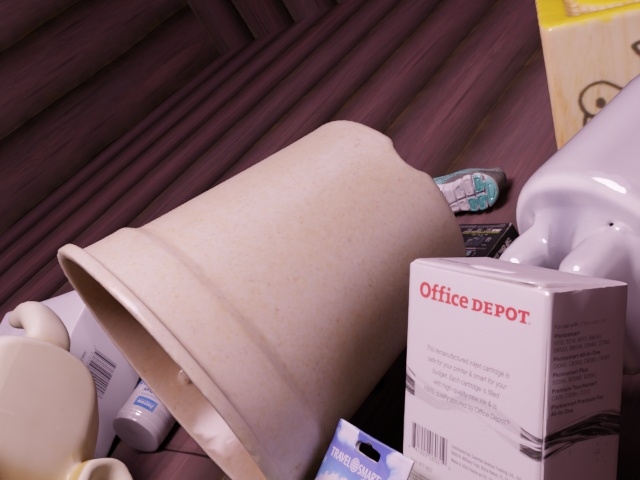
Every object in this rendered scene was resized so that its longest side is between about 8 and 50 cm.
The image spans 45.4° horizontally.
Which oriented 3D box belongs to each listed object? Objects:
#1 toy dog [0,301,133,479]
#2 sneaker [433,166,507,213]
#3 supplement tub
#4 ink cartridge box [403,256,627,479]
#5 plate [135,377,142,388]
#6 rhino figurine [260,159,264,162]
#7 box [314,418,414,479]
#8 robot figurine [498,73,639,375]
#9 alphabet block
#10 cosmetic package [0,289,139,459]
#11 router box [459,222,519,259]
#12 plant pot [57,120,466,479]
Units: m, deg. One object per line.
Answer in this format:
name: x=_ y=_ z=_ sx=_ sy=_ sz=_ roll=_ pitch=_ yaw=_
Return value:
toy dog: x=-0.439 y=0.280 z=0.829 sx=0.408 sy=0.285 sz=0.395 roll=-30 pitch=56 yaw=28
sneaker: x=0.190 y=-0.069 z=1.079 sx=0.166 sy=0.065 sz=0.076 roll=-4 pitch=20 yaw=43
supplement tub: x=-0.214 y=0.214 z=1.002 sx=0.071 sy=0.071 sz=0.107 roll=-15 pitch=29 yaw=35
ink cartridge box: x=0.137 y=0.120 z=0.566 sx=0.086 sy=0.203 sz=0.148 roll=-1 pitch=7 yaw=-31
plate: x=-0.288 y=0.200 z=1.179 sx=0.188 sy=0.024 sz=0.188 roll=-28 pitch=23 yaw=13
rhino figurine: x=-0.086 y=-0.128 z=1.508 sx=0.243 sy=0.073 sz=0.106 roll=-40 pitch=20 yaw=-20
box: x=0.021 y=0.242 z=0.595 sx=0.109 sy=0.042 sz=0.178 roll=12 pitch=76 yaw=59
robot figurine: x=0.316 y=-0.043 z=0.672 sx=0.353 sy=0.199 sz=0.300 roll=-41 pitch=23 yaw=-18
alphabet block: x=0.359 y=-0.204 z=0.891 sx=0.192 sy=0.197 sz=0.193 roll=-10 pitch=30 yaw=16
cosmetic package: x=-0.389 y=0.207 z=1.103 sx=0.225 sy=0.138 sz=0.224 roll=-15 pitch=42 yaw=33
router box: x=0.171 y=0.022 z=0.931 sx=0.122 sy=0.038 sz=0.092 roll=0 pitch=39 yaw=52
plant pot: x=-0.032 y=0.050 z=0.769 sx=0.305 sy=0.333 sz=0.334 roll=-40 pitch=24 yaw=-21
